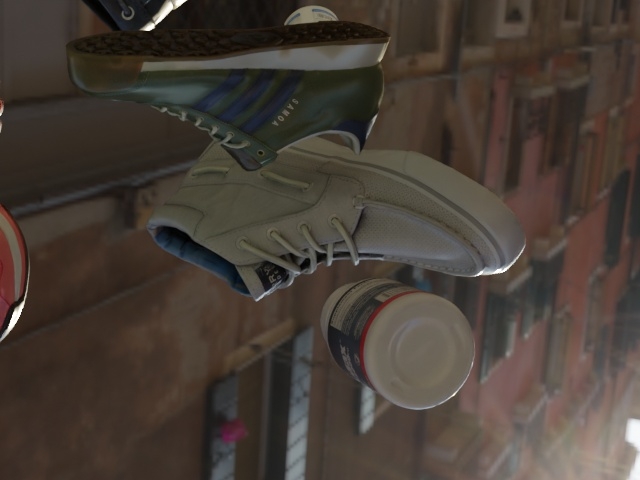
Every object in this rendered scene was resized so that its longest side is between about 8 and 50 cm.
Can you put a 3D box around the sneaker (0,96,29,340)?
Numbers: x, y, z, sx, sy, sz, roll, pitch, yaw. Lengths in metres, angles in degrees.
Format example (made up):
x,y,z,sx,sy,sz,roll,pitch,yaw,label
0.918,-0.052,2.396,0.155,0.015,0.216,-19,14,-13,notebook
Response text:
x,y,z,sx,sy,sz,roll,pitch,yaw,label
-0.383,-0.037,1.059,0.115,0.314,0.136,-1,-168,26,sneaker

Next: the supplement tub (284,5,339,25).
x,y,z,sx,sy,sz,roll,pitch,yaw,label
-0.005,-0.215,1.255,0.071,0.071,0.107,1,-132,-10,supplement tub

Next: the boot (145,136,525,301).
x,y,z,sx,sy,sz,roll,pitch,yaw,label
0.000,0.000,0.724,0.258,0.095,0.123,19,-121,39,boot

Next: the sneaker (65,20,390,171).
x,y,z,sx,sy,sz,roll,pitch,yaw,label
-0.050,-0.079,0.641,0.192,0.086,0.064,-7,-153,-18,sneaker

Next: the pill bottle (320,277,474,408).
x,y,z,sx,sy,sz,roll,pitch,yaw,label
0.065,0.093,1.056,0.107,0.108,0.180,-1,-175,-17,pill bottle

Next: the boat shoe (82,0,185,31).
x,y,z,sx,sy,sz,roll,pitch,yaw,label
-0.355,-0.397,1.176,0.500,0.156,0.187,35,177,-13,boat shoe
